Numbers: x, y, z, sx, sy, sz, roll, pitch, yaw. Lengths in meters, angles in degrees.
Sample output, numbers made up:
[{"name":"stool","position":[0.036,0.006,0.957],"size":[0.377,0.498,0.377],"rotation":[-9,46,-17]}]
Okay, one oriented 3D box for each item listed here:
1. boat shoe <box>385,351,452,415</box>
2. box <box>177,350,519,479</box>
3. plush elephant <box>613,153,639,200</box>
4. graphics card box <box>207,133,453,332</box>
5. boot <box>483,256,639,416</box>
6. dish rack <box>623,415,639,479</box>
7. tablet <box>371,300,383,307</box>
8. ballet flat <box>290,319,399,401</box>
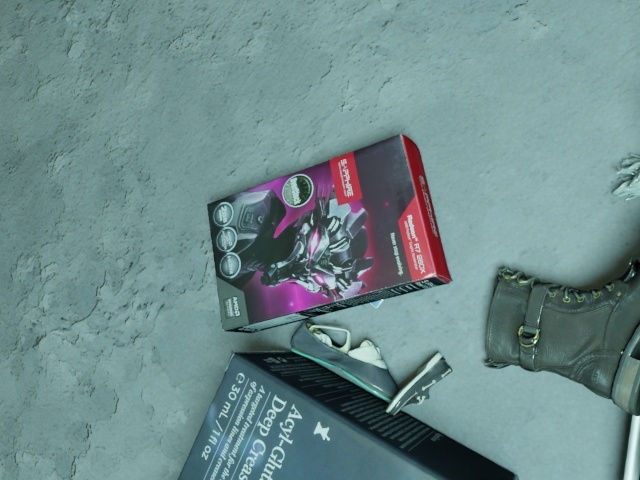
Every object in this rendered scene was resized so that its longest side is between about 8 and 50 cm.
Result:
[{"name":"boat shoe","position":[0.145,0.214,0.788],"size":[0.125,0.046,0.038],"rotation":[-35,76,-33]},{"name":"box","position":[0.019,0.371,0.748],"size":[0.395,0.212,0.293],"rotation":[23,90,24]},{"name":"plush elephant","position":[0.510,-0.127,0.597],"size":[0.330,0.255,0.272],"rotation":[-6,74,24]},{"name":"graphics card box","position":[0.000,0.000,0.884],"size":[0.371,0.094,0.233],"rotation":[-17,73,22]},{"name":"boot","position":[0.326,0.075,0.701],"size":[0.229,0.091,0.263],"rotation":[20,94,51]},{"name":"dish rack","position":[0.522,0.230,0.635],"size":[0.285,0.072,0.333],"rotation":[9,84,23]},{"name":"tablet","position":[0.097,0.062,0.882],"size":[0.054,0.006,0.083],"rotation":[40,96,24]},{"name":"ballet flat","position":[0.044,0.179,0.851],"size":[0.203,0.074,0.074],"rotation":[22,90,27]}]
